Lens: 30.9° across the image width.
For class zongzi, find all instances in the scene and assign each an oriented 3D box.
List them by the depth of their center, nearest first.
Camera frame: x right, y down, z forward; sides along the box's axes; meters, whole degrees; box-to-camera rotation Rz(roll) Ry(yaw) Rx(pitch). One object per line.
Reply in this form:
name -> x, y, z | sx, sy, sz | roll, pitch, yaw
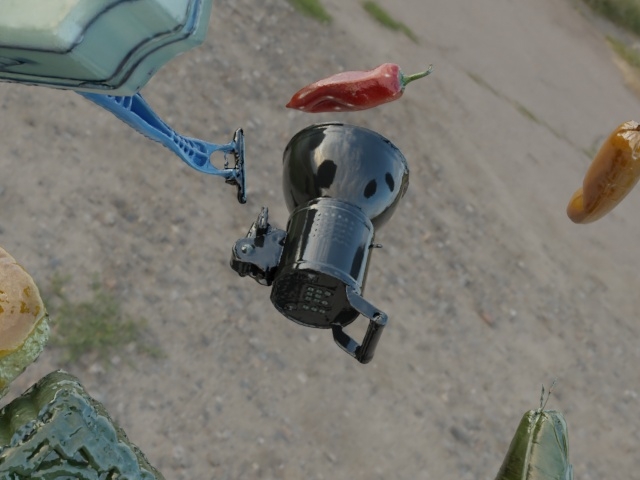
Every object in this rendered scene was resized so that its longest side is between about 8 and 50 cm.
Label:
zongzi -> 0.242, 0.221, 1.125 | 0.130, 0.154, 0.062 | 27, 3, 43

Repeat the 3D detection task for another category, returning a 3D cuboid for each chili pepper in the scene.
chili pepper -> 0.045, -0.183, 1.411 | 0.059, 0.191, 0.050 | 30, 50, -68

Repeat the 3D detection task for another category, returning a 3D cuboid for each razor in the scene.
razor -> -0.151, -0.109, 1.075 | 0.253, 0.042, 0.082 | 31, 49, -53

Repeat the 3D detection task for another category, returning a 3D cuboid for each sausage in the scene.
sausage -> 0.327, -0.071, 1.301 | 0.054, 0.183, 0.062 | 24, 52, 2

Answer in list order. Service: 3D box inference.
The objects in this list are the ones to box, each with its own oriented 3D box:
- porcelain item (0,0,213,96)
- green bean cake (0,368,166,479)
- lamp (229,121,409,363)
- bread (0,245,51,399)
porcelain item -> -0.215, -0.261, 0.892 | 0.281, 0.285, 0.157 | 7, -7, 15
green bean cake -> -0.322, 0.319, 1.396 | 0.255, 0.241, 0.132 | 56, -12, -20
lamp -> 0.000, 0.000, 1.230 | 0.172, 0.147, 0.227 | 17, 49, -1
bread -> -0.445, 0.122, 1.407 | 0.174, 0.245, 0.121 | 46, -6, 19
